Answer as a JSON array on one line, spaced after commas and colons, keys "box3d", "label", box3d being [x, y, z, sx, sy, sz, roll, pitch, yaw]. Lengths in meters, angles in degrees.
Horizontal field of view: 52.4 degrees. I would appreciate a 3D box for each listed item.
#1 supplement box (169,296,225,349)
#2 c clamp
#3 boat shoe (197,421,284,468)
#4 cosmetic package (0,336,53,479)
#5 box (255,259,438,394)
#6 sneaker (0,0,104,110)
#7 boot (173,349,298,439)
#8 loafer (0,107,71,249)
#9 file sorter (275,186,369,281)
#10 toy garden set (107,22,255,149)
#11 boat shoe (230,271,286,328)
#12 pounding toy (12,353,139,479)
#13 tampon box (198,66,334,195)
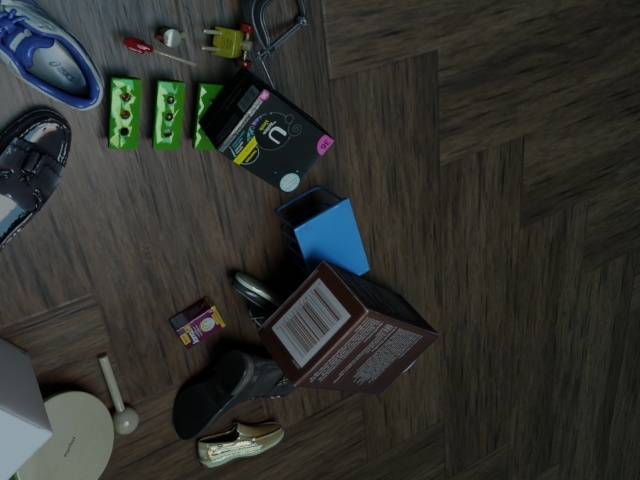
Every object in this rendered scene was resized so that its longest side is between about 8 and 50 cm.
[{"box3d": [-0.229, 0.153, 1.207, 0.083, 0.043, 0.055, -33, 127, -15], "label": "supplement box"}, {"box3d": [-0.065, -0.348, 1.052, 0.161, 0.022, 0.137, -55, 138, -29], "label": "c clamp"}, {"box3d": [-0.166, 0.415, 1.367, 0.190, 0.068, 0.072, -15, 108, -27], "label": "boat shoe"}, {"box3d": [-0.538, 0.271, 0.946, 0.225, 0.224, 0.138, -46, 129, -6], "label": "cosmetic package"}, {"box3d": [0.068, 0.182, 1.266, 0.191, 0.143, 0.381, -47, 148, 9], "label": "box"}, {"box3d": [-0.395, -0.281, 0.830, 0.296, 0.131, 0.112, 37, 92, -38], "label": "sneaker"}, {"box3d": [-0.144, 0.307, 1.304, 0.263, 0.091, 0.229, -44, 149, 21], "label": "boot"}, {"box3d": [-0.451, -0.048, 0.928, 0.109, 0.095, 0.302, 37, 90, -40], "label": "loafer"}, {"box3d": [0.000, 0.000, 1.242, 0.118, 0.104, 0.170, -31, 126, -17], "label": "file sorter"}, {"box3d": [-0.209, -0.247, 1.023, 0.244, 0.049, 0.204, -4, 116, -31], "label": "toy garden set"}, {"box3d": [-0.099, 0.141, 1.259, 0.079, 0.084, 0.233, -47, 134, -2], "label": "boat shoe"}, {"box3d": [-0.450, 0.330, 1.132, 0.237, 0.110, 0.183, -45, 124, -45], "label": "pounding toy"}, {"box3d": [-0.085, -0.171, 1.033, 0.161, 0.101, 0.120, 29, 106, -40], "label": "tampon box"}]
